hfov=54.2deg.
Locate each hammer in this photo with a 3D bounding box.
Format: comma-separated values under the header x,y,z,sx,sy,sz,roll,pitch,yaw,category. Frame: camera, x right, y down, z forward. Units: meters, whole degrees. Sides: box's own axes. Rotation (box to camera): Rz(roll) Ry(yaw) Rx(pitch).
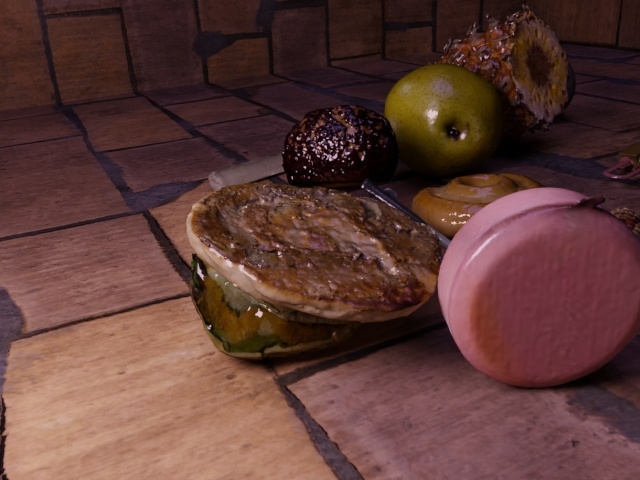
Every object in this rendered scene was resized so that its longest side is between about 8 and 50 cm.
x,y,z,sx,sy,sz,roll,pitch,yaw,category
0.167,-0.029,1.092,0.246,0.029,0.103,37,45,13,hammer

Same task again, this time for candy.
x,y,z,sx,sy,sz,roll,pitch,yaw,category
0.268,0.053,0.750,0.255,0.255,0.094,-4,23,-1,candy

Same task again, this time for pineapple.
x,y,z,sx,sy,sz,roll,pitch,yaw,category
0.473,-0.431,1.688,0.300,0.352,0.352,-2,18,44,pineapple

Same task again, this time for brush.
x,y,z,sx,sy,sz,roll,pitch,yaw,category
0.732,-0.172,1.455,0.233,0.047,0.103,-24,31,-36,brush

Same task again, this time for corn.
x,y,z,sx,sy,sz,roll,pitch,yaw,category
0.493,0.010,1.031,0.086,0.086,0.253,9,25,26,corn

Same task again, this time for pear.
x,y,z,sx,sy,sz,roll,pitch,yaw,category
0.291,-0.283,1.488,0.294,0.294,0.294,-3,24,1,pear

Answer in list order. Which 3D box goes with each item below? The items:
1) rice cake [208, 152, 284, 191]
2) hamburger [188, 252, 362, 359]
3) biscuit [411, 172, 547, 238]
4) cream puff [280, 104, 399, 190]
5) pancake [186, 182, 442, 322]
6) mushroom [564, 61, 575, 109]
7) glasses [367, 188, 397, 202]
x,y,z,sx,sy,sz,roll,pitch,yaw,category
-0.165,-0.177,1.565,0.256,0.057,0.052,-23,32,-37,rice cake
-0.056,0.066,0.916,0.265,0.134,0.285,0,31,-21,hamburger
0.331,-0.070,1.223,0.274,0.091,0.213,-12,23,-23,biscuit
0.039,-0.182,1.246,0.239,0.165,0.239,-4,4,0,cream puff
0.001,-0.002,0.855,0.356,0.065,0.356,8,30,-5,pancake
0.670,-0.488,1.990,0.243,0.243,0.243,-3,24,1,mushroom
0.027,-0.082,1.258,0.234,0.118,0.268,-5,24,0,glasses
